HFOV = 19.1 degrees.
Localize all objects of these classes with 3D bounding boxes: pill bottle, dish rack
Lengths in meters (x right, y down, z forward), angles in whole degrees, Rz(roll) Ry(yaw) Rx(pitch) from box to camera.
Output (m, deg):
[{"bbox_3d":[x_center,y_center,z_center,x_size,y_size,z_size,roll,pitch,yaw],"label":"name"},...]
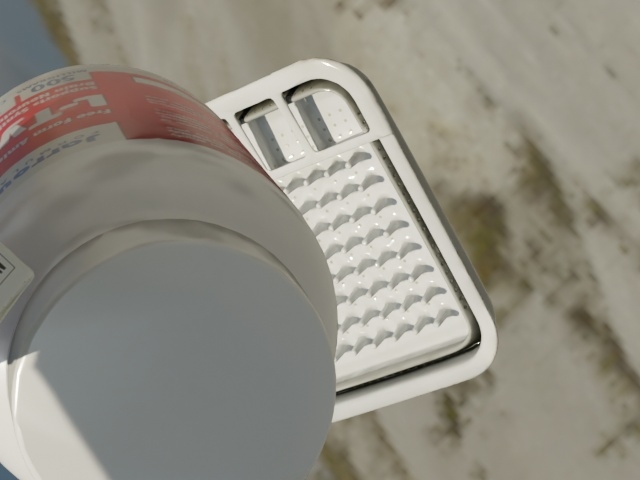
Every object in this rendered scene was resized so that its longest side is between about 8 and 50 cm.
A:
[{"bbox_3d":[-0.118,0.032,1.179,0.229,0.229,0.407,44,-178,-19],"label":"pill bottle"},{"bbox_3d":[0.000,0.000,1.773,0.333,0.285,0.072,61,-147,-12],"label":"dish rack"}]

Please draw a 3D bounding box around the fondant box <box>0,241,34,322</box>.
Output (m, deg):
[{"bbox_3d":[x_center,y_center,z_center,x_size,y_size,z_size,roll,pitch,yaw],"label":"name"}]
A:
[{"bbox_3d":[-0.324,-0.041,0.919,0.330,0.096,0.238,45,151,-13],"label":"fondant box"}]
